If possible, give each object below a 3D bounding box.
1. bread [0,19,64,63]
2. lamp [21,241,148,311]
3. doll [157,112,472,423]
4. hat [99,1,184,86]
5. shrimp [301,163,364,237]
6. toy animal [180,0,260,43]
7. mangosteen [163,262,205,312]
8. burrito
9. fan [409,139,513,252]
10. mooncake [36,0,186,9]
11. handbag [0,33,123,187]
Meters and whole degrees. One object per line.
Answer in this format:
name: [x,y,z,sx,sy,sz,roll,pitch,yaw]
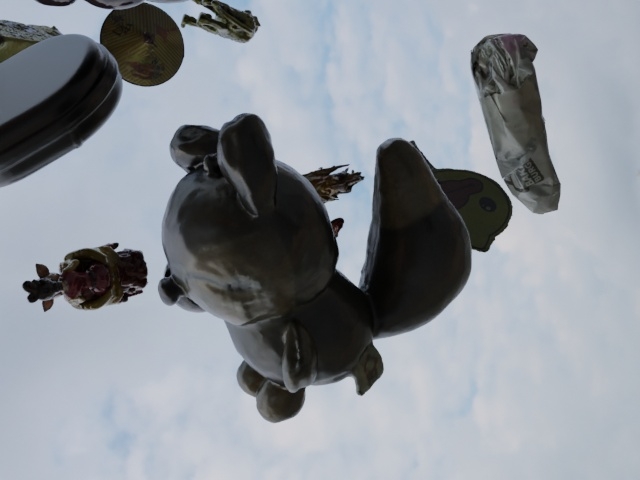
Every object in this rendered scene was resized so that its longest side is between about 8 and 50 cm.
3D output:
bread: [-0.629,-0.400,1.255,0.077,0.138,0.361,-63,-13,19]
lamp: [-0.434,0.075,1.117,0.253,0.118,0.119,-17,-82,-52]
doll: [-0.018,-0.010,0.772,0.378,0.252,0.383,-35,-59,-30]
hat: [-0.393,-0.448,1.386,0.192,0.082,0.193,-3,-83,-25]
shrimp: [-0.025,-0.033,0.933,0.053,0.235,0.133,-7,-108,-66]
toy animal: [-0.150,-0.374,1.048,0.136,0.181,0.073,14,-78,-28]
mangosteen: [-0.214,0.069,1.142,0.137,0.151,0.137,13,-108,-46]
burrito: [0.186,-0.103,0.577,0.064,0.064,0.203,-62,-41,-34]
fan: [0.256,-0.100,1.276,0.011,0.229,0.335,84,164,-51]
mooncake: [-0.284,-0.419,0.841,0.306,0.305,0.154,-38,-37,-45]
handbag: [-0.449,-0.202,0.945,0.307,0.254,0.093,-31,-45,-3]
